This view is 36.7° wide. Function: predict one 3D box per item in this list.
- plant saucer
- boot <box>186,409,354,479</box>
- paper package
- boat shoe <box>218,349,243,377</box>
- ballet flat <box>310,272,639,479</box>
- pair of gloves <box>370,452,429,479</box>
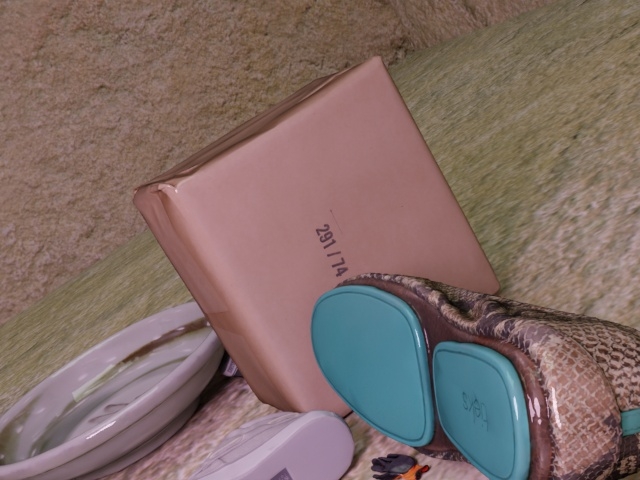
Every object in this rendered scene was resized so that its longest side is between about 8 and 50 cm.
[{"bbox_3d":[-0.279,0.228,1.336,0.400,0.100,0.400,-27,13,7],"label":"plant saucer"},{"bbox_3d":[-0.092,0.251,0.945,0.258,0.095,0.123,-27,5,-27],"label":"boot"},{"bbox_3d":[0.000,0.000,1.127,0.309,0.325,0.168,-35,15,-21],"label":"paper package"},{"bbox_3d":[-0.125,0.167,1.374,0.142,0.040,0.049,-144,74,-74],"label":"boat shoe"},{"bbox_3d":[0.143,0.111,0.829,0.182,0.164,0.483,-6,3,-17],"label":"ballet flat"},{"bbox_3d":[0.053,0.224,0.887,0.083,0.010,0.074,-37,16,-31],"label":"pair of gloves"}]
